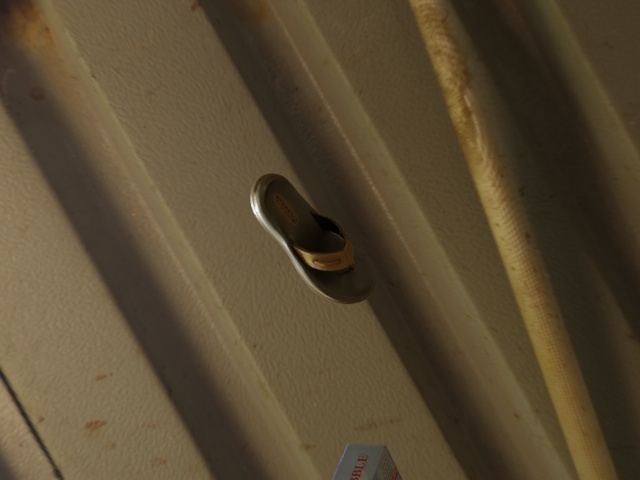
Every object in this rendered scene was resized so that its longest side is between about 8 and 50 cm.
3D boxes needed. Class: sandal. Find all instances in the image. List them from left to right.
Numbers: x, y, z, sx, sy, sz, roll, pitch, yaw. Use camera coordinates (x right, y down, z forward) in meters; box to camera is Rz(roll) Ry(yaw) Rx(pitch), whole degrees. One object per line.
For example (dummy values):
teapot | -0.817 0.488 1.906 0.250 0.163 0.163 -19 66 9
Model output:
sandal | 0.000 0.000 0.812 0.180 0.049 0.072 49 -129 -22

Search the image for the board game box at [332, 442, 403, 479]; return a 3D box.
board game box | 0.066 0.503 1.064 0.066 0.318 0.317 -6 -56 31
